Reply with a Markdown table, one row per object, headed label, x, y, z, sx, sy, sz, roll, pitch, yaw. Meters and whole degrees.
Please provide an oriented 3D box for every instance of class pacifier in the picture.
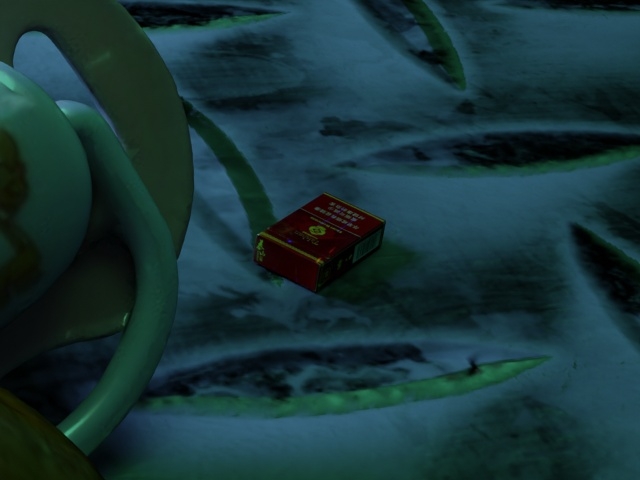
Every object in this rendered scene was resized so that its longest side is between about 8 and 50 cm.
| label | x | y | z | sx | sy | sz | roll | pitch | yaw |
| --- | --- | --- | --- | --- | --- | --- | --- | --- | --- |
| pacifier | -0.225 | -0.011 | 0.876 | 0.332 | 0.220 | 0.273 | -37 | 50 | -21 |

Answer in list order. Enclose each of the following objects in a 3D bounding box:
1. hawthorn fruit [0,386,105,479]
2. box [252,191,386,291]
| label | x | y | z | sx | sy | sz | roll | pitch | yaw |
| --- | --- | --- | --- | --- | --- | --- | --- | --- | --- |
| hawthorn fruit | -0.178 | 0.150 | 0.604 | 0.277 | 0.277 | 0.298 | 21 | 14 | 18 |
| box | 0.000 | 0.000 | 1.102 | 0.051 | 0.023 | 0.082 | 25 | 35 | 25 |
